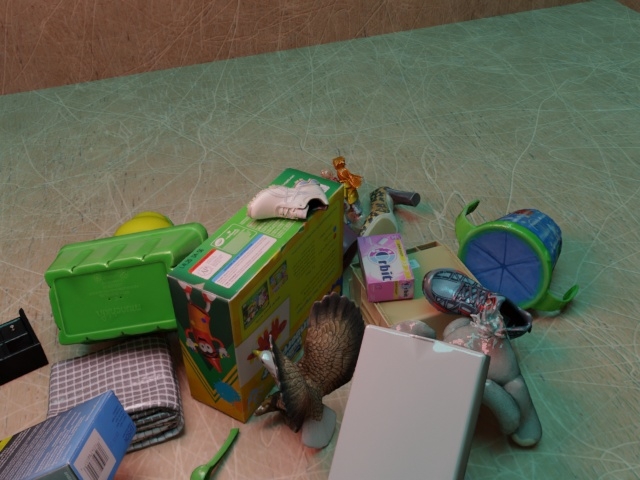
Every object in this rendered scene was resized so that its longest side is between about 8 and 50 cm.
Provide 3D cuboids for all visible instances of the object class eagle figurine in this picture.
[{"bbox_3d":[-0.037,0.267,1.360,0.225,0.298,0.226,10,55,-21],"label":"eagle figurine"}]

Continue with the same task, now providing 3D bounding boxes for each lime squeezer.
[{"bbox_3d":[-0.194,0.492,1.324,0.110,0.058,0.310,16,28,-25],"label":"lime squeezer"}]

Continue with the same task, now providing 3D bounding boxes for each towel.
[{"bbox_3d":[-0.448,0.334,1.483,0.284,0.121,0.235,-13,37,-12],"label":"towel"}]

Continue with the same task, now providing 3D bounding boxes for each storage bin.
[{"bbox_3d":[0.232,0.139,1.681,0.262,0.123,0.260,-15,38,-14],"label":"storage bin"}]

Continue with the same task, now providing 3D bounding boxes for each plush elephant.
[{"bbox_3d":[0.270,0.277,1.401,0.255,0.330,0.271,-22,45,7],"label":"plush elephant"}]

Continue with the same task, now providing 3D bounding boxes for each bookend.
[{"bbox_3d":[-0.757,0.259,1.647,0.156,0.072,0.157,-24,41,-24],"label":"bookend"}]

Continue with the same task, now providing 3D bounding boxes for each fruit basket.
[{"bbox_3d":[-0.421,0.081,1.623,0.392,0.282,0.392,-10,7,1],"label":"fruit basket"}]

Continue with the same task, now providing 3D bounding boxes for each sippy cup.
[{"bbox_3d":[0.496,0.030,1.735,0.240,0.305,0.224,-11,14,41],"label":"sippy cup"}]

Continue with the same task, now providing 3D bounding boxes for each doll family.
[{"bbox_3d":[0.072,-0.153,1.982,0.118,0.163,0.263,-22,20,5],"label":"doll family"}]

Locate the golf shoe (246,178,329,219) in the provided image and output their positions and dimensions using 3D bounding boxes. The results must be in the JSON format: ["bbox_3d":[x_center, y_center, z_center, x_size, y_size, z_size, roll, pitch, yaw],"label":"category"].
[{"bbox_3d":[-0.064,-0.074,1.428,0.176,0.069,0.086,-20,49,-22],"label":"golf shoe"}]

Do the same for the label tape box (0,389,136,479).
[{"bbox_3d":[-0.526,0.428,1.240,0.334,0.105,0.240,-25,15,9],"label":"label tape box"}]

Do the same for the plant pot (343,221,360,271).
[{"bbox_3d":[0.000,0.000,1.840,0.180,0.201,0.201,31,47,16],"label":"plant pot"}]

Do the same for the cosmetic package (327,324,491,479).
[{"bbox_3d":[0.148,0.356,1.201,0.217,0.156,0.384,14,82,21],"label":"cosmetic package"}]

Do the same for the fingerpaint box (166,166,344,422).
[{"bbox_3d":[-0.122,0.110,1.543,0.163,0.371,0.445,19,44,23],"label":"fingerpaint box"}]

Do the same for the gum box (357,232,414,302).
[{"bbox_3d":[0.151,0.059,1.639,0.107,0.062,0.188,-6,37,-3],"label":"gum box"}]

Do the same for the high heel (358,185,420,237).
[{"bbox_3d":[0.148,-0.064,2.011,0.261,0.093,0.186,-41,30,-25],"label":"high heel"}]

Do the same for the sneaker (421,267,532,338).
[{"bbox_3d":[0.351,0.129,1.508,0.262,0.125,0.104,26,76,-8],"label":"sneaker"}]
